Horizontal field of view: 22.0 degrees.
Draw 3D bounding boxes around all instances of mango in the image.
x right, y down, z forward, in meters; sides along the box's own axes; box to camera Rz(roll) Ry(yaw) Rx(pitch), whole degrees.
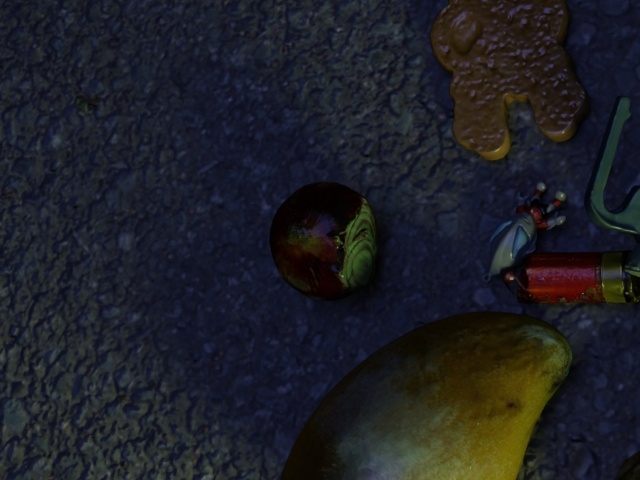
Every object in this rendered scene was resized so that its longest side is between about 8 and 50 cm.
[{"bbox_3d":[0.097,0.182,1.519,0.316,0.146,0.193,-45,66,-6],"label":"mango"}]

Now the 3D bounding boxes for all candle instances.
[{"bbox_3d":[0.235,0.035,1.554,0.130,0.052,0.052,-3,73,23],"label":"candle"}]

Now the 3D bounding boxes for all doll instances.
[{"bbox_3d":[0.192,-0.005,1.591,0.057,0.039,0.114,36,85,13],"label":"doll"}]

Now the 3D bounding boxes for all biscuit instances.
[{"bbox_3d":[0.182,-0.197,1.656,0.144,0.040,0.236,-14,68,11],"label":"biscuit"}]

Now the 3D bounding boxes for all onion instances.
[{"bbox_3d":[0.000,0.000,1.631,0.118,0.118,0.117,9,82,25],"label":"onion"}]

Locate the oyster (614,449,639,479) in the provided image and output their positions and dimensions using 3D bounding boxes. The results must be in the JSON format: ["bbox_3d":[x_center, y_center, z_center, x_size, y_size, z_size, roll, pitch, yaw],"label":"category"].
[{"bbox_3d":[0.328,0.285,1.423,0.166,0.094,0.294,-22,73,7],"label":"oyster"}]

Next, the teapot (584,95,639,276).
[{"bbox_3d":[0.349,-0.063,1.467,0.203,0.171,0.225,18,87,-4],"label":"teapot"}]
